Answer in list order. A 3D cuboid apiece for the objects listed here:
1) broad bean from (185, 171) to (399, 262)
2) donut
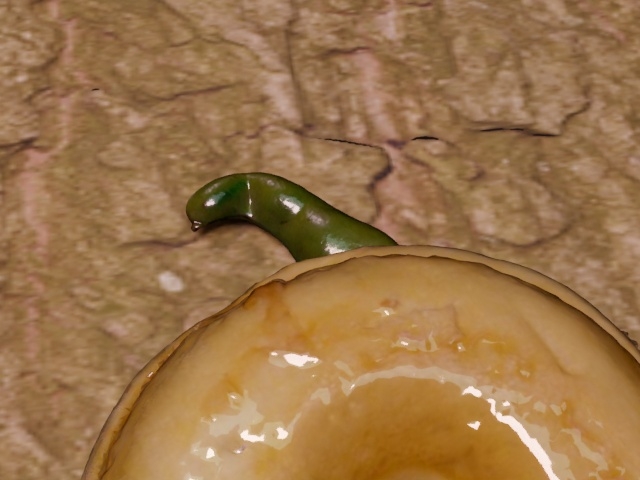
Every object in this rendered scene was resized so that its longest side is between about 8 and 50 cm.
[{"bbox_3d":[0.000,0.000,1.111,0.213,0.048,0.070,21,62,13],"label":"broad bean"},{"bbox_3d":[0.064,0.201,0.910,0.448,0.198,0.449,0,61,0],"label":"donut"}]
